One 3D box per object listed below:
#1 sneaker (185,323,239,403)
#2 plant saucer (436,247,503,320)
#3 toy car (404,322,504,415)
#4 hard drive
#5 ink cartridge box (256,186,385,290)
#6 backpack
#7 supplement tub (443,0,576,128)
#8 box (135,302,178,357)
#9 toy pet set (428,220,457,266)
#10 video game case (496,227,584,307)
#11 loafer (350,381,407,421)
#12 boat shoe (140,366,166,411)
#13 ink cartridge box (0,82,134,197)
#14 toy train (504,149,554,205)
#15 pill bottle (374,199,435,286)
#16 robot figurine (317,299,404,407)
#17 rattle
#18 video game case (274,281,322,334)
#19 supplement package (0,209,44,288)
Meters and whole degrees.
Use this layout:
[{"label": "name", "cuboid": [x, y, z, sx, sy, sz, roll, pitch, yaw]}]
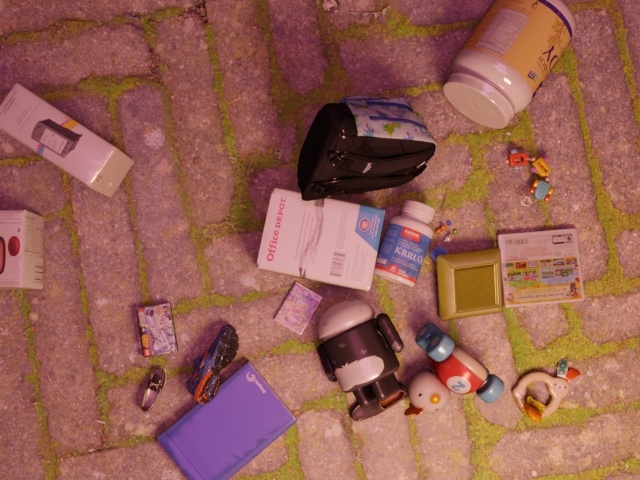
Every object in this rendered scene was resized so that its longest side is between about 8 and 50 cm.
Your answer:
[{"label": "sneaker", "cuboid": [-0.298, 0.324, 1.857, 0.087, 0.083, 0.221, 14, 68, 35]}, {"label": "plant saucer", "cuboid": [0.418, 0.124, 1.881, 0.188, 0.045, 0.188, -7, 101, -10]}, {"label": "toy car", "cuboid": [0.312, 0.384, 1.813, 0.219, 0.210, 0.238, 39, 90, -9]}, {"label": "hard drive", "cuboid": [-0.251, 0.509, 1.862, 0.319, 0.040, 0.210, -40, 87, -4]}, {"label": "ink cartridge box", "cuboid": [0.000, 0.000, 1.870, 0.307, 0.129, 0.223, 12, 85, -1]}, {"label": "backpack", "cuboid": [0.135, -0.249, 1.808, 0.356, 0.290, 0.273, 4, 52, -22]}, {"label": "supplement tub", "cuboid": [0.510, -0.499, 1.874, 0.241, 0.241, 0.331, 34, 85, 1]}, {"label": "box", "cuboid": [-0.448, 0.246, 1.885, 0.094, 0.027, 0.137, -9, 85, -4]}, {"label": "toy pet set", "cuboid": [0.356, 0.021, 1.911, 0.114, 0.065, 0.122, -35, 87, -4]}, {"label": "video game case", "cuboid": [0.619, 0.077, 1.936, 0.227, 0.026, 0.206, -5, 85, -3]}, {"label": "loafer", "cuboid": [0.158, 0.440, 1.871, 0.170, 0.061, 0.062, -32, 88, -3]}, {"label": "boat shoe", "cuboid": [-0.455, 0.404, 1.865, 0.046, 0.038, 0.125, 24, 85, 0]}, {"label": "ink cartridge box", "cuboid": [-0.674, -0.260, 1.823, 0.306, 0.226, 0.131, 32, 86, 0]}, {"label": "toy train", "cuboid": [0.591, -0.179, 1.949, 0.125, 0.046, 0.166, -11, 82, -2]}, {"label": "pill bottle", "cuboid": [0.234, 0.007, 1.879, 0.124, 0.124, 0.221, 20, 85, 0]}, {"label": "robot figurine", "cuboid": [0.105, 0.293, 1.824, 0.209, 0.173, 0.278, -24, 80, -6]}, {"label": "rattle", "cuboid": [0.627, 0.400, 1.855, 0.200, 0.143, 0.130, -26, 68, 2]}, {"label": "video game case", "cuboid": [-0.061, 0.189, 1.911, 0.087, 0.011, 0.122, 30, 85, 1]}, {"label": "supplement package", "cuboid": [-0.858, 0.028, 1.830, 0.194, 0.149, 0.203, -1, 84, -2]}]
